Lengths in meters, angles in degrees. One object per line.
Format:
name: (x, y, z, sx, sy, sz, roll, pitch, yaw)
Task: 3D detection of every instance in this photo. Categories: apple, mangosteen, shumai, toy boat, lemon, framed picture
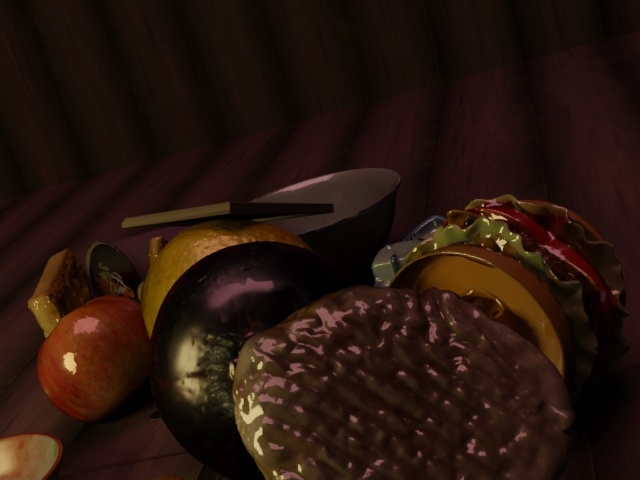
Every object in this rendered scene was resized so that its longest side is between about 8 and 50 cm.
apple: (-0.344, 0.177, 1.552, 0.209, 0.164, 0.209, -45, 2, 2)
mangosteen: (-0.065, 0.142, 1.224, 0.300, 0.300, 0.300, -16, 18, 5)
shumai: (0.060, 0.198, 0.988, 0.314, 0.262, 0.267, 17, 61, 2)
toy boat: (0.157, 0.042, 1.569, 0.145, 0.133, 0.332, -11, 19, 23)
lemon: (-0.121, 0.090, 1.503, 0.320, 0.245, 0.245, 3, 21, 5)
framed picture: (-0.142, -0.041, 1.595, 0.211, 0.020, 0.289, -6, -1, 32)

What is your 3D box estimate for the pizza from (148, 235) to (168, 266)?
pizza: (-0.211, 0.070, 1.745, 0.080, 0.204, 0.188, -16, 9, 40)

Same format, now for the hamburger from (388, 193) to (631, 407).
hamburger: (0.232, 0.075, 1.188, 0.274, 0.274, 0.212, 0, 24, 43)

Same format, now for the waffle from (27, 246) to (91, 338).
waffle: (-0.463, 0.131, 1.843, 0.057, 0.168, 0.274, -23, 19, 3)

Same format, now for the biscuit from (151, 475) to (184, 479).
biscuit: (-0.184, 0.373, 0.964, 0.394, 0.070, 0.350, -17, 27, 18)

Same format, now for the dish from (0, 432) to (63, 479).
dish: (-0.446, 0.356, 1.298, 0.260, 0.085, 0.260, -17, 16, 5)

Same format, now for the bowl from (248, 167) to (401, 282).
bowl: (0.000, 0.000, 1.799, 0.345, 0.157, 0.345, -16, 19, 6)

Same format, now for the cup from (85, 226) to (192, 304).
cup: (-0.276, 0.050, 1.905, 0.203, 0.203, 0.288, 2, 21, 46)
